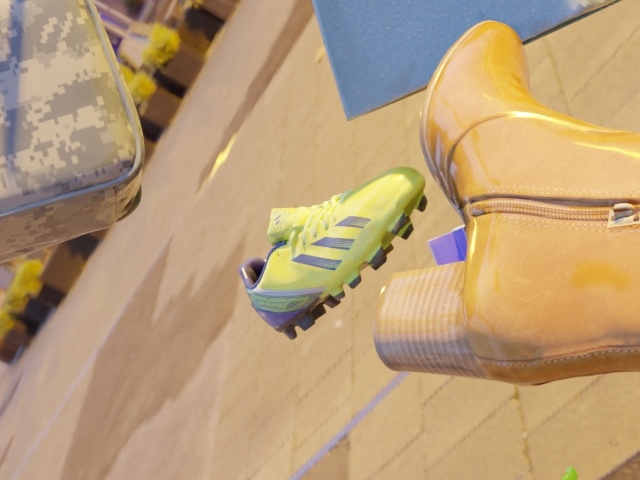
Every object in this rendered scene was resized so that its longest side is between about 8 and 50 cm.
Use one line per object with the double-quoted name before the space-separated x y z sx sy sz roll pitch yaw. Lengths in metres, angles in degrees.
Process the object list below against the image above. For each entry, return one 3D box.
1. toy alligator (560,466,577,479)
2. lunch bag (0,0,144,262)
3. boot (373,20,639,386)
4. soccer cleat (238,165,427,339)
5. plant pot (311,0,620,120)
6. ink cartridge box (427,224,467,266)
"toy alligator" 0.331 0.407 1.269 0.056 0.051 0.190 127 151 -66
"lunch bag" -0.317 -0.066 0.795 0.256 0.305 0.213 125 124 -70
"boot" 0.159 -0.042 0.550 0.211 0.104 0.295 -10 47 41
"soccer cleat" -0.001 0.001 0.929 0.093 0.121 0.289 -36 -6 -41
"plant pot" 0.125 -0.292 0.871 0.247 0.252 0.248 -21 5 36
"ink cartridge box" 0.306 0.054 1.482 0.208 0.206 0.045 -22 -5 -1
